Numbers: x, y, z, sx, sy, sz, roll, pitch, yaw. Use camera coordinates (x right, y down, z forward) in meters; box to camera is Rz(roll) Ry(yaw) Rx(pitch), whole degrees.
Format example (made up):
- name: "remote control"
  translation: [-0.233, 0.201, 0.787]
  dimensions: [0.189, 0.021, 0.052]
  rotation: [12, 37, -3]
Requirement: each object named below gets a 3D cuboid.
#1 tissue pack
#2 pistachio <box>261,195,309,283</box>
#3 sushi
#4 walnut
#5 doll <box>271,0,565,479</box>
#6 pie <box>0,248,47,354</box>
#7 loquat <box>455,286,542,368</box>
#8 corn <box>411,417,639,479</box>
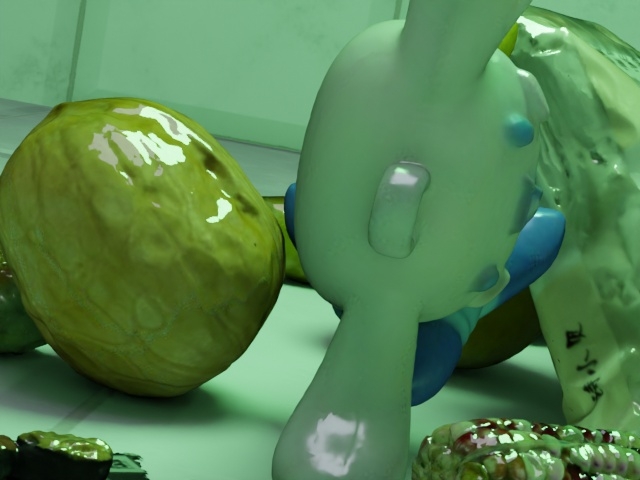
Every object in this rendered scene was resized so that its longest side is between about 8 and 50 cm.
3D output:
- name: "tissue pack"
  translation: [0.285, -0.015, 1.301]
  dimensions: [0.195, 0.375, 0.390]
  rotation: [-29, -21, 32]
- name: "pistachio"
  translation: [0.002, 0.002, 1.734]
  dimensions: [0.189, 0.100, 0.110]
  rotation: [2, 29, -17]
- name: "sushi"
  translation: [-0.175, 0.119, 0.882]
  dimensions: [0.201, 0.031, 0.139]
  rotation: [7, 8, -24]
- name: "walnut"
  translation: [-0.130, 0.000, 1.131]
  dimensions: [0.195, 0.221, 0.195]
  rotation: [-31, 2, 1]
- name: "doll"
  translation: [0.075, -0.031, 1.025]
  dimensions: [0.187, 0.376, 0.365]
  rotation: [34, 7, 3]
- name: "pie"
  translation: [-0.325, 0.008, 1.231]
  dimensions: [0.302, 0.067, 0.302]
  rotation: [10, 23, -4]
- name: "loquat"
  translation: [0.117, 0.011, 1.411]
  dimensions: [0.213, 0.213, 0.213]
  rotation: [10, 8, -1]
- name: "corn"
  translation: [0.177, 0.153, 0.889]
  dimensions: [0.280, 0.092, 0.092]
  rotation: [10, 7, -25]
